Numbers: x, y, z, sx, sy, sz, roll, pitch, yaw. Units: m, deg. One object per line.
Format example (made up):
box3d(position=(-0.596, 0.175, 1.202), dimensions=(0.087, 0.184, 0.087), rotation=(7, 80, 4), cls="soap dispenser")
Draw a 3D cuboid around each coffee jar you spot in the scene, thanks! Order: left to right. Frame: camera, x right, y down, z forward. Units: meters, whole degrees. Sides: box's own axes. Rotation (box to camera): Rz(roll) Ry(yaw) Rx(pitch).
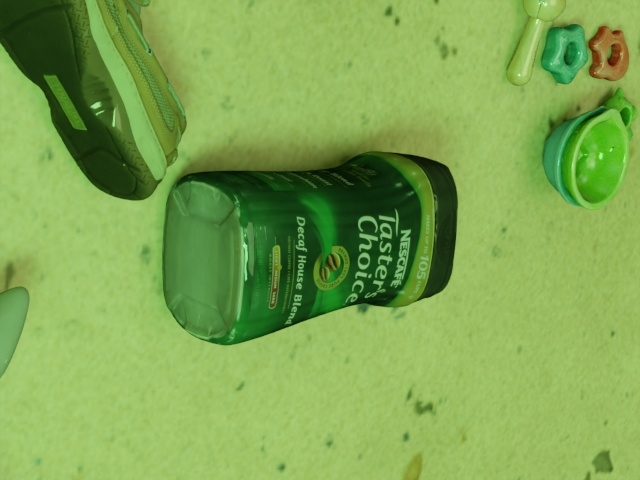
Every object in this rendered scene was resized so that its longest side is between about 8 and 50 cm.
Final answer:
box3d(position=(0.000, 0.000, 0.934), dimensions=(0.184, 0.079, 0.096), rotation=(-11, 110, -42), cls="coffee jar")

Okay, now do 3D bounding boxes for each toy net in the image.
box3d(position=(0.175, -0.140, 1.082), dimensions=(0.122, 0.045, 0.232), rotation=(-39, 126, -29), cls="toy net")

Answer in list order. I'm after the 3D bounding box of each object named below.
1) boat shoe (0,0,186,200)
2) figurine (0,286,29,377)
box3d(position=(-0.118, -0.110, 0.806), dimensions=(0.072, 0.068, 0.190), rotation=(-55, 144, -33), cls="boat shoe")
box3d(position=(-0.237, 0.104, 0.740), dimensions=(0.215, 0.092, 0.209), rotation=(12, 90, -46), cls="figurine")
